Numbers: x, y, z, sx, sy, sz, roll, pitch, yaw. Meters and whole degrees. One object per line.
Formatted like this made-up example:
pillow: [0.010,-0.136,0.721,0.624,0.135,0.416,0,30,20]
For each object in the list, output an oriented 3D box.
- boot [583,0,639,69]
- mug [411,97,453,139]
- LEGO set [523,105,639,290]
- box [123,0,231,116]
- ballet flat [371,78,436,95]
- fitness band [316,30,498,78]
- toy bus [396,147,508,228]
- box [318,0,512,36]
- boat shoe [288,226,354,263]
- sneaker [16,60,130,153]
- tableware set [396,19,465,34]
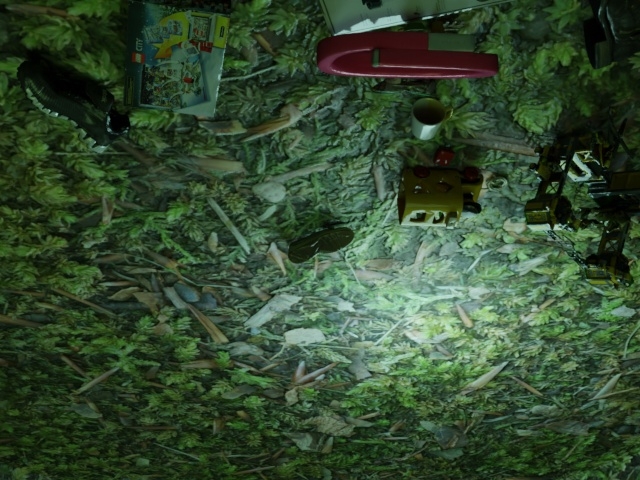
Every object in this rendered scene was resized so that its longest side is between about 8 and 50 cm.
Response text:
boot: [0.533,-0.383,1.393,0.229,0.091,0.263,-13,146,6]
mug: [0.199,-0.214,1.615,0.078,0.062,0.064,7,151,0]
LEGO set: [0.554,-0.062,1.663,0.192,0.254,0.331,-2,141,50]
box: [-0.242,-0.309,1.483,0.159,0.044,0.233,7,142,-11]
ballet flat: [0.146,-0.274,1.556,0.114,0.041,0.041,2,143,-5]
fitness band: [0.139,-0.288,1.418,0.291,0.054,0.209,1,-177,-10]
toy bus: [0.248,-0.076,1.761,0.202,0.104,0.191,-28,136,32]
box: [0.134,-0.406,1.307,0.290,0.087,0.169,-10,155,11]
boat shoe: [0.000,0.002,1.915,0.153,0.048,0.056,-24,126,18]
sneaker: [-0.415,-0.244,1.544,0.106,0.078,0.234,-21,143,20]
tableware set: [0.171,-0.324,1.420,0.104,0.024,0.154,-2,-176,-1]
